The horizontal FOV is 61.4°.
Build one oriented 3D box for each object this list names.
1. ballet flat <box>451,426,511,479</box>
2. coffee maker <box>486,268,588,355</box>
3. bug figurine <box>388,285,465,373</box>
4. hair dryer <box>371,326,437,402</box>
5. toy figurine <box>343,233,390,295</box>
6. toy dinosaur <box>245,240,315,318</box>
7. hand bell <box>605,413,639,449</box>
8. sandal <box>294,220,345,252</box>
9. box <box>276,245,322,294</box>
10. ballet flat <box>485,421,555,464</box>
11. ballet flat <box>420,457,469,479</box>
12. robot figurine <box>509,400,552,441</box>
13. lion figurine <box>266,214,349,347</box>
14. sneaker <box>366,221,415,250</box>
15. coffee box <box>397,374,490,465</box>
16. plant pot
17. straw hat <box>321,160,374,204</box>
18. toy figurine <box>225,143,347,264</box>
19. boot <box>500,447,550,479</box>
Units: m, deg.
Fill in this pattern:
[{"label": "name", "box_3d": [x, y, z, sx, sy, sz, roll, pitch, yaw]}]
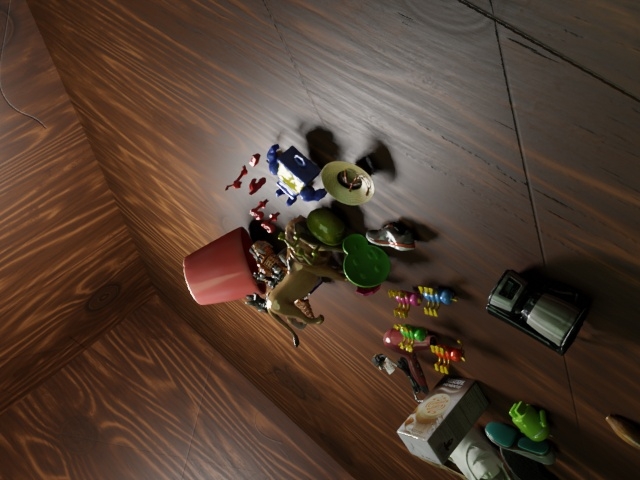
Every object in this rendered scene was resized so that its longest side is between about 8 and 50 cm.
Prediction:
[{"label": "ballet flat", "box_3d": [0.545, 0.748, 1.694, 0.400, 0.139, 0.139, 58, 153, 1]}, {"label": "coffee maker", "box_3d": [0.448, 0.158, 1.135, 0.178, 0.120, 0.171, 33, 149, 30]}, {"label": "bug figurine", "box_3d": [0.294, 0.221, 1.478, 0.216, 0.072, 0.279, 11, 125, 43]}, {"label": "hair dryer", "box_3d": [0.288, 0.362, 1.670, 0.223, 0.080, 0.294, 36, 143, 17]}, {"label": "toy figurine", "box_3d": [0.124, 0.089, 1.558, 0.173, 0.130, 0.159, 61, 170, 27]}, {"label": "toy dinosaur", "box_3d": [-0.138, 0.155, 1.821, 0.218, 0.164, 0.322, -40, 69, 46]}, {"label": "hand bell", "box_3d": [0.732, 0.467, 1.164, 0.242, 0.126, 0.126, 43, 155, 39]}, {"label": "sandal", "box_3d": [0.000, 0.000, 1.574, 0.180, 0.072, 0.049, 19, 143, -22]}, {"label": "box", "box_3d": [-0.073, 0.102, 1.883, 0.126, 0.072, 0.137, 22, 142, 41]}, {"label": "ballet flat", "box_3d": [0.576, 0.593, 1.560, 0.213, 0.072, 0.068, 5, 135, 53]}, {"label": "ballet flat", "box_3d": [0.455, 0.755, 1.880, 0.342, 0.116, 0.124, 20, 157, 40]}, {"label": "robot figurine", "box_3d": [0.564, 0.488, 1.445, 0.115, 0.067, 0.101, 45, 144, 7]}, {"label": "lion figurine", "box_3d": [-0.068, 0.132, 1.677, 0.240, 0.392, 0.142, 27, -176, -24]}, {"label": "sneaker", "box_3d": [0.184, -0.020, 1.388, 0.157, 0.061, 0.065, 15, 111, 46]}, {"label": "coffee box", "box_3d": [0.363, 0.520, 1.585, 0.098, 0.246, 0.141, 57, 152, -13]}, {"label": "plant pot", "box_3d": [-0.361, 0.111, 2.012, 0.275, 0.243, 0.275, -19, -90, -87]}, {"label": "straw hat", "box_3d": [0.079, -0.158, 1.339, 0.144, 0.061, 0.145, 19, 141, 16]}, {"label": "toy figurine", "box_3d": [-0.069, -0.138, 1.460, 0.362, 0.191, 0.217, 43, 148, 8]}, {"label": "boot", "box_3d": [0.617, 0.713, 1.652, 0.246, 0.083, 0.161, 49, 163, 9]}]
